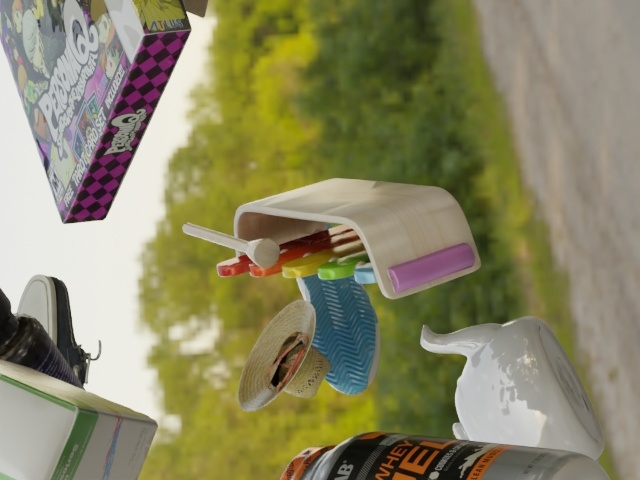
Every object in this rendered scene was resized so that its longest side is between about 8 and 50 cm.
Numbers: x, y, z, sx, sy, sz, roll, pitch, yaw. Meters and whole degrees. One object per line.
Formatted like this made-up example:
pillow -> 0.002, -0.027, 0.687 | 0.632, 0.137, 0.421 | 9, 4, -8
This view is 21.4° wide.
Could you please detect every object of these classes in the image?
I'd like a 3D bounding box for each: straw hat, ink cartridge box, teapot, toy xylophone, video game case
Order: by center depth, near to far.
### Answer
video game case -> -0.171, -0.160, 1.213 | 0.232, 0.042, 0.210 | -56, 49, 51
ink cartridge box -> -0.263, 0.173, 1.563 | 0.093, 0.154, 0.212 | -69, -16, -2
toy xylophone -> 0.000, 0.000, 1.717 | 0.323, 0.236, 0.081 | -164, 61, -66
straw hat -> -0.024, 0.137, 1.800 | 0.144, 0.061, 0.144 | -47, 24, 29
teapot -> 0.281, 0.248, 2.429 | 0.252, 0.187, 0.256 | 47, -161, -46

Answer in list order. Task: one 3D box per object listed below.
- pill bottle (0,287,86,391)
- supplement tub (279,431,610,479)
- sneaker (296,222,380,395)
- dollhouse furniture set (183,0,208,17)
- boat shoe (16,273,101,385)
pill bottle -> -0.323, 0.156, 1.787 | 0.123, 0.123, 0.219 | -91, -25, -60
supplement tub -> 0.117, 0.289, 1.653 | 0.194, 0.316, 0.193 | 0, -90, -53
sneaker -> 0.027, 0.087, 1.973 | 0.092, 0.087, 0.228 | 57, -165, -50
dollhouse furniture set -> -0.288, -0.312, 2.107 | 0.135, 0.262, 0.259 | 9, -88, -70
boat shoe -> -0.316, 0.166, 2.055 | 0.095, 0.079, 0.254 | -1, 93, 54
